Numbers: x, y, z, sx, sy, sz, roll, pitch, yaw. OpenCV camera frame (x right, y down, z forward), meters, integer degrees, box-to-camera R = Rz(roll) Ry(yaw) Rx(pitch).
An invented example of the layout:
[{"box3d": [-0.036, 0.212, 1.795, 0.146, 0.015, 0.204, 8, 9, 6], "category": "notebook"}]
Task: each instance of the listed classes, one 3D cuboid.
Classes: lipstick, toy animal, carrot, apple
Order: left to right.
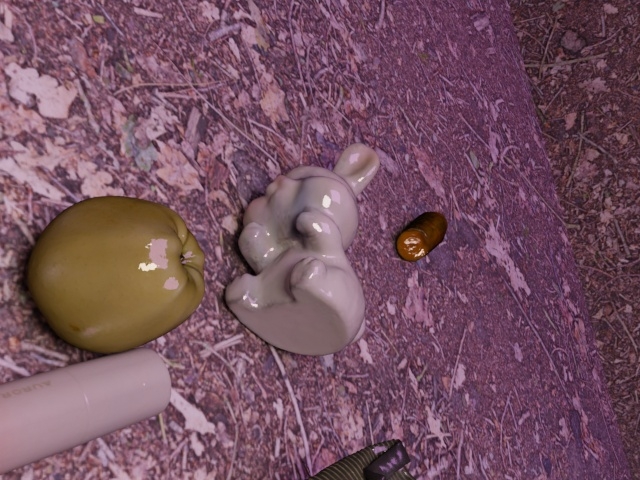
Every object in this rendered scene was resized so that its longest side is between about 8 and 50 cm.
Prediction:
[{"box3d": [-0.300, 0.184, 0.756, 0.327, 0.087, 0.087, -9, 80, -56], "category": "lipstick"}, {"box3d": [-0.233, 0.039, 0.854, 0.200, 0.200, 0.200, 31, 48, -43], "category": "apple"}, {"box3d": [-0.006, -0.002, 1.194, 0.241, 0.196, 0.367, 41, 43, -46], "category": "toy animal"}, {"box3d": [0.230, -0.013, 1.633, 0.082, 0.082, 0.173, 64, 30, -8], "category": "carrot"}]

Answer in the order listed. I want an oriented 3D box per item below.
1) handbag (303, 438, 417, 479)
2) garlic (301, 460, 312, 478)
[{"box3d": [0.082, 0.421, 0.902, 0.240, 0.247, 0.341, -28, 53, -34], "category": "handbag"}, {"box3d": [0.058, 0.500, 1.057, 0.196, 0.151, 0.338, 24, 51, -31], "category": "garlic"}]
